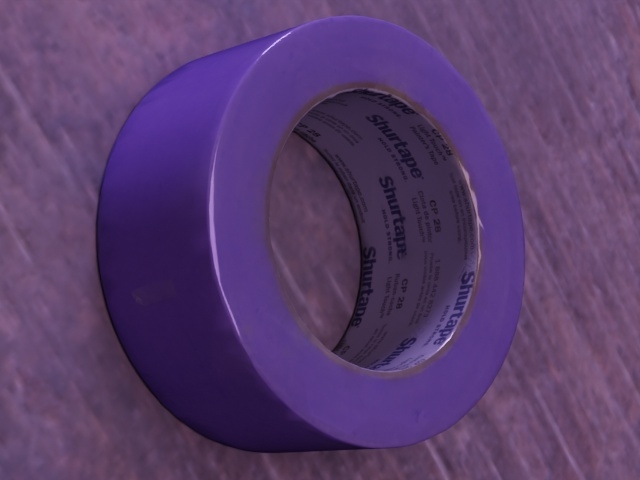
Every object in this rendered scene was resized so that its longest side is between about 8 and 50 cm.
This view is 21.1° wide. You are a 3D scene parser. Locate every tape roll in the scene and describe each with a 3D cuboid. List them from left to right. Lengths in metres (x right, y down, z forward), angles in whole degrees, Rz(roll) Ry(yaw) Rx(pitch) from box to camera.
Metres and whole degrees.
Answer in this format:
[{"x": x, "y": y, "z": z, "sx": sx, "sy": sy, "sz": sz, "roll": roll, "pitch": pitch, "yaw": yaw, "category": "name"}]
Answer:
[{"x": 0.000, "y": 0.000, "z": 0.765, "sx": 0.189, "sy": 0.080, "sz": 0.189, "roll": 8, "pitch": 78, "yaw": -40, "category": "tape roll"}]
